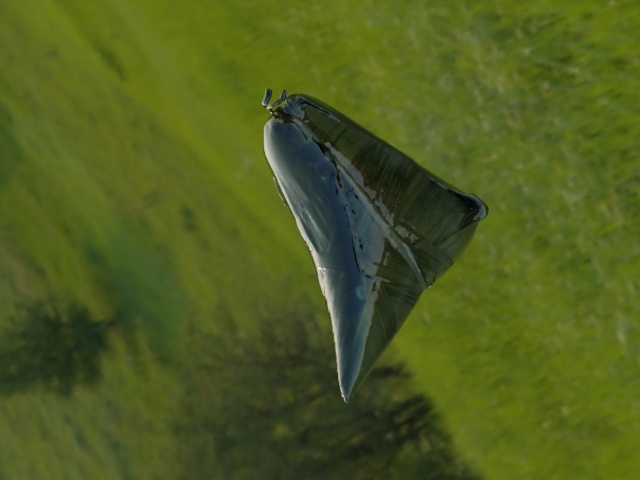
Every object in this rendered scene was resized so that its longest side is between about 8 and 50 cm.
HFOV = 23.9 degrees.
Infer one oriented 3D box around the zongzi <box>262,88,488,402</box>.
[{"bbox_3d":[-0.002,-0.002,1.213,0.205,0.204,0.094,34,159,6],"label":"zongzi"}]
